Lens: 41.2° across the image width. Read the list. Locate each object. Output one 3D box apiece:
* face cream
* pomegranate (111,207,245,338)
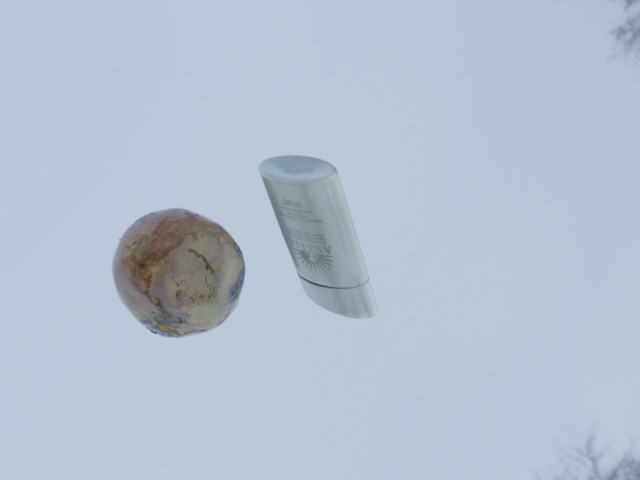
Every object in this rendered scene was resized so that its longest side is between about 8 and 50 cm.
[{"bbox_3d":[0.000,0.000,1.620,0.081,0.174,0.348,-49,-43,-35],"label":"face cream"},{"bbox_3d":[-0.320,0.074,1.948,0.322,0.322,0.322,-39,-34,-33],"label":"pomegranate"}]
